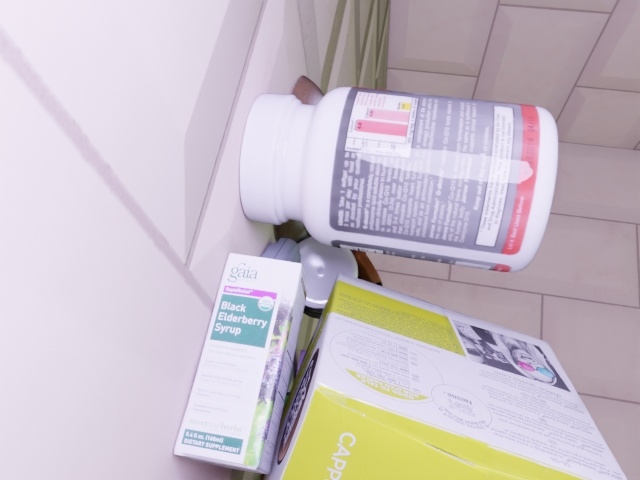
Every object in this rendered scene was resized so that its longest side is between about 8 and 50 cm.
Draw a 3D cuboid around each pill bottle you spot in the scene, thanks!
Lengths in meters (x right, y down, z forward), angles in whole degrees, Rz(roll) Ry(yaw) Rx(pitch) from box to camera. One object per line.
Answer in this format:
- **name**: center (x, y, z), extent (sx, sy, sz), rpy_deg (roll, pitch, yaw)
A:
- **pill bottle**: center (0.002, 0.080, 1.085), extent (0.246, 0.130, 0.130), rpy_deg (86, 13, -76)
- **pill bottle**: center (0.093, -0.086, 0.739), extent (0.210, 0.362, 0.210), rpy_deg (8, 90, -82)

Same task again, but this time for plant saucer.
- **plant saucer**: center (-0.024, -0.131, 1.018), extent (0.310, 0.050, 0.311), rpy_deg (7, 90, -83)

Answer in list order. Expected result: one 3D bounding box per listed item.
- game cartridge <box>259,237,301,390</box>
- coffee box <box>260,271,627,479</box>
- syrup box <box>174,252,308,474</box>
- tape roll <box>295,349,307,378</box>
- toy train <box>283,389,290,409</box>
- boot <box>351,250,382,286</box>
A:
- **game cartridge**: center (-0.081, 0.165, 0.887), extent (0.196, 0.060, 0.294), rpy_deg (-56, 153, -64)
- **coffee box**: center (0.111, 0.291, 0.744), extent (0.334, 0.338, 0.338), rpy_deg (-71, -179, -72)
- **syrup box**: center (-0.084, 0.141, 0.675), extent (0.096, 0.093, 0.237), rpy_deg (81, 19, -64)
- **tape roll**: center (-0.023, 0.387, 1.275), extent (0.275, 0.090, 0.275), rpy_deg (9, 90, -90)
- **toy train**: center (-0.075, 0.344, 1.201), extent (0.017, 0.023, 0.083), rpy_deg (-64, 161, -66)
- **boot**: center (0.089, 0.024, 1.453), extent (0.280, 0.096, 0.264), rpy_deg (-110, -159, -50)
